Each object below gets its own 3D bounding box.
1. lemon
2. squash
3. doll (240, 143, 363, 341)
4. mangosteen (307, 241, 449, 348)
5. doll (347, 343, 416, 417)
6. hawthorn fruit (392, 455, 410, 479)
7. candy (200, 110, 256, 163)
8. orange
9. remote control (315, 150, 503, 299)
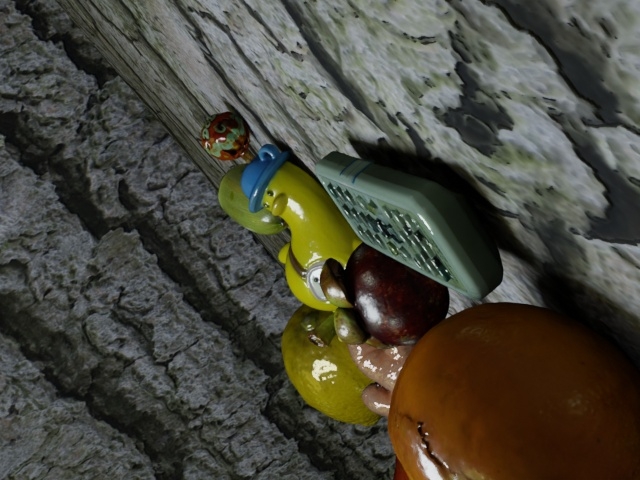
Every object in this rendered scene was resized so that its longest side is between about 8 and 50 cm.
[{"bbox_3d":[0.058,0.234,2.063,0.320,0.245,0.245,45,177,-39],"label":"lemon"},{"bbox_3d":[-0.113,-0.068,1.995,0.123,0.123,0.187,53,173,-33],"label":"squash"},{"bbox_3d":[0.000,0.000,1.676,0.199,0.145,0.363,-15,113,38],"label":"doll"},{"bbox_3d":[0.073,0.069,1.321,0.156,0.181,0.146,57,-150,-8],"label":"mangosteen"},{"bbox_3d":[0.176,0.241,1.840,0.303,0.201,0.156,54,-149,10],"label":"doll"},{"bbox_3d":[0.293,0.454,1.975,0.300,0.254,0.254,22,165,17],"label":"hawthorn fruit"},{"bbox_3d":[-0.098,-0.125,1.864,0.084,0.078,0.288,-19,130,43],"label":"candy"},{"bbox_3d":[0.196,0.189,0.979,0.284,0.226,0.284,47,168,13],"label":"orange"},{"bbox_3d":[0.089,-0.029,1.115,0.128,0.065,0.335,57,171,-19],"label":"remote control"}]
